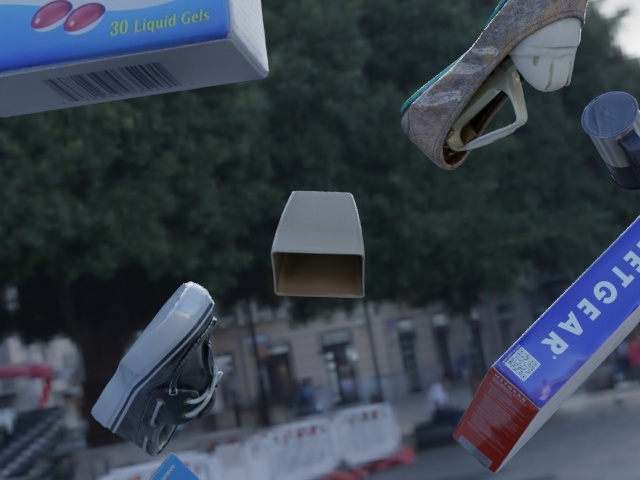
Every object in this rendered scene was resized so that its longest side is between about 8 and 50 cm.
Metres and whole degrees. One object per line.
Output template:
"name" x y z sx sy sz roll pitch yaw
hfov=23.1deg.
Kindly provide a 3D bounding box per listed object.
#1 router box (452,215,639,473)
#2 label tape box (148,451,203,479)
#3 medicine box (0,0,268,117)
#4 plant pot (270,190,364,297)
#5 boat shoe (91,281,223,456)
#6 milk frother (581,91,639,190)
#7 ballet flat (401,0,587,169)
"router box" 0.337 0.132 2.078 0.335 0.082 0.301 -42 -14 -21
"label tape box" -0.178 0.400 1.781 0.106 0.240 0.333 22 -22 48
"medicine box" -0.201 -0.279 1.409 0.264 0.289 0.149 -8 -10 9
"plant pot" 0.000 0.000 1.871 0.109 0.096 0.109 2 -29 3
"boat shoe" -0.171 0.157 1.854 0.121 0.119 0.335 -53 0 -32
"milk frother" 0.471 -0.155 2.243 0.129 0.143 0.135 35 -10 43
"ballet flat" 0.212 -0.186 1.706 0.108 0.106 0.316 -8 -28 -41
